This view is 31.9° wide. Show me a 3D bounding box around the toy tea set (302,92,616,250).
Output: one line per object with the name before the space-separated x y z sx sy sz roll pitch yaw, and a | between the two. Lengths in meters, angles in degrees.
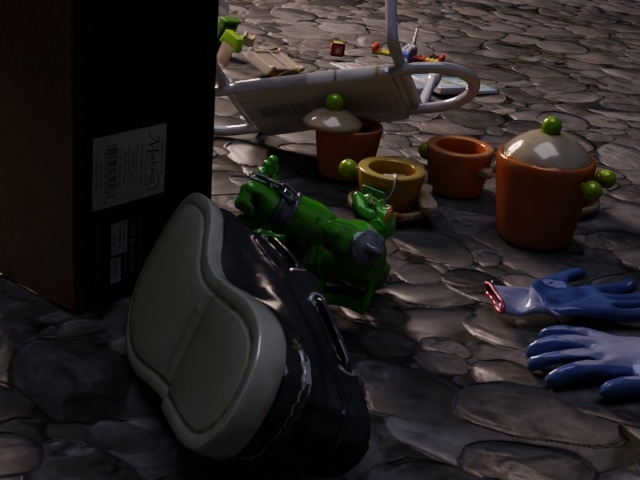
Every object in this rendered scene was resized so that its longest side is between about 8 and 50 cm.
toy tea set | 0.137 -0.094 1.147 0.335 0.124 0.200 10 23 11

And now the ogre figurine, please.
ogre figurine | 0.000 0.000 0.914 0.118 0.197 0.097 24 63 10

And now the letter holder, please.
letter holder | -0.213 -0.130 0.924 0.214 0.302 0.152 21 27 33

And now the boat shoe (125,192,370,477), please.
boat shoe | -0.049 0.060 0.761 0.113 0.127 0.340 27 2 -22

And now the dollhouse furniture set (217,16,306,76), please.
dollhouse furniture set | -0.103 -0.266 1.641 0.151 0.059 0.076 41 30 25

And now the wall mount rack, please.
wall mount rack | 0.015 -0.190 1.308 0.349 0.131 0.304 -4 -18 13

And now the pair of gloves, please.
pair of gloves | 0.223 0.071 0.907 0.159 0.023 0.198 1 24 -15

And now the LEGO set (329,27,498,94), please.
LEGO set | 0.122 -0.268 1.658 0.182 0.060 0.244 -6 25 -35
